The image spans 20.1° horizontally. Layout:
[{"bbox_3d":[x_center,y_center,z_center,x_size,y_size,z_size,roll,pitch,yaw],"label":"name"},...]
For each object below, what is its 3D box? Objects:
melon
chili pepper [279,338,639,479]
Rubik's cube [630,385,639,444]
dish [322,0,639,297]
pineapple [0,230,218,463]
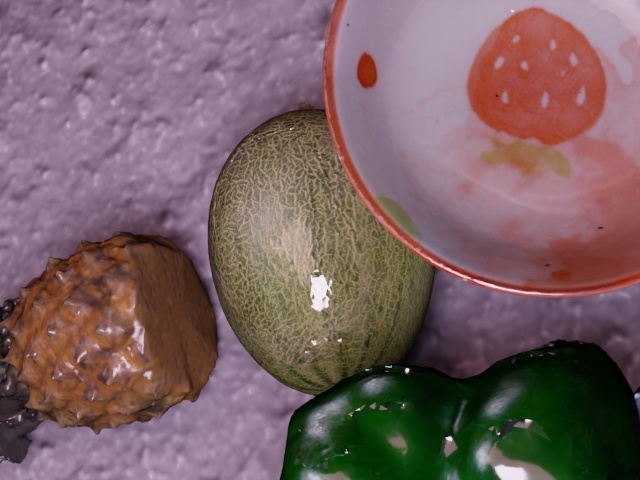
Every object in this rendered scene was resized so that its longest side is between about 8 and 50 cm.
[{"bbox_3d":[0.000,0.000,1.091,0.139,0.139,0.192,-16,67,23],"label":"melon"},{"bbox_3d":[0.069,0.175,0.944,0.233,0.257,0.249,1,74,15],"label":"chili pepper"},{"bbox_3d":[0.277,0.140,0.873,0.182,0.187,0.184,-17,71,23],"label":"Rubik's cube"},{"bbox_3d":[0.132,-0.088,1.053,0.260,0.085,0.260,0,79,3],"label":"dish"},{"bbox_3d":[-0.192,0.082,1.182,0.248,0.128,0.128,-21,67,24],"label":"pineapple"}]
